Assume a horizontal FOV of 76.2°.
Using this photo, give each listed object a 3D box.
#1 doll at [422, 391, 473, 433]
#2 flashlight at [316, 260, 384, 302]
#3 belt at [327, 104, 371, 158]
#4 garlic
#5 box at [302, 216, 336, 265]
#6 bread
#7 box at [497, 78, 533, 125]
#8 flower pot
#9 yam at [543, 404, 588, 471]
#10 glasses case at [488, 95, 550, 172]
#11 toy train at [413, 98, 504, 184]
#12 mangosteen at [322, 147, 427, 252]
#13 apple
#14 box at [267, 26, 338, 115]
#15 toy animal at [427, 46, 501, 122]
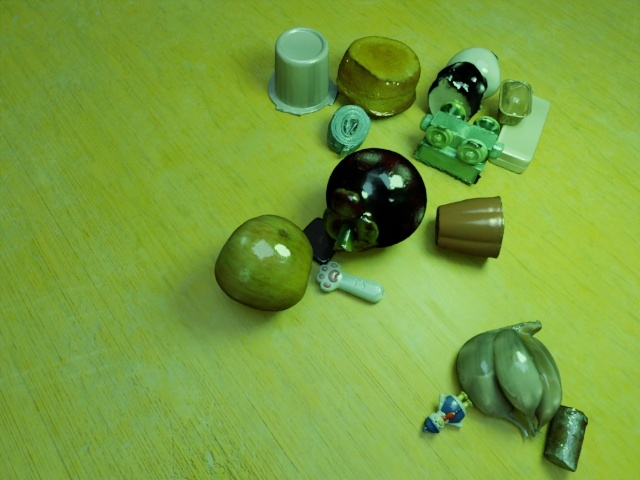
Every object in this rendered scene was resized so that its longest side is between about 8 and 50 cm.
[{"bbox_3d":[0.314,0.437,1.024,0.143,0.057,0.099,-30,87,-11],"label":"doll"},{"bbox_3d":[0.087,0.124,1.170,0.200,0.047,0.093,19,69,7],"label":"flashlight"},{"bbox_3d":[0.094,-0.378,1.400,0.163,0.082,0.148,-34,80,-21],"label":"belt"},{"bbox_3d":[0.490,0.342,1.050,0.237,0.210,0.292,28,55,-27],"label":"garlic"},{"bbox_3d":[0.000,0.000,1.241,0.125,0.027,0.126,34,68,16],"label":"box"},{"bbox_3d":[0.215,-0.587,1.453,0.312,0.172,0.312,5,61,-9],"label":"bread"},{"bbox_3d":[0.658,-0.474,1.384,0.111,0.111,0.177,14,63,4],"label":"box"},{"bbox_3d":[0.431,-0.038,1.204,0.173,0.191,0.191,0,63,10],"label":"flower pot"},{"bbox_3d":[0.603,0.480,1.003,0.079,0.079,0.141,27,67,10],"label":"yam"},{"bbox_3d":[0.703,-0.386,1.438,0.131,0.070,0.313,25,65,10],"label":"glasses case"},{"bbox_3d":[0.448,-0.318,1.330,0.271,0.188,0.159,28,65,13],"label":"toy train"},{"bbox_3d":[0.139,-0.119,1.147,0.313,0.297,0.297,1,56,-46],"label":"mangosteen"},{"bbox_3d":[-0.136,0.064,1.081,0.264,0.264,0.264,1,64,-2],"label":"apple"},{"bbox_3d":[-0.070,-0.629,1.446,0.262,0.206,0.291,-21,69,-13],"label":"box"},{"bbox_3d":[0.510,-0.545,1.443,0.212,0.212,0.267,39,65,15],"label":"toy animal"}]
